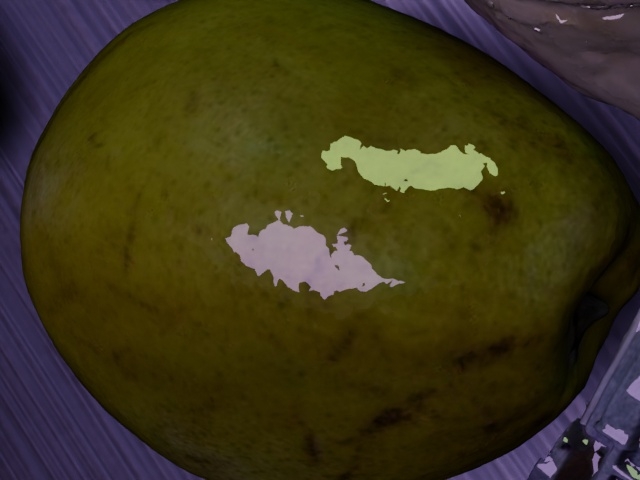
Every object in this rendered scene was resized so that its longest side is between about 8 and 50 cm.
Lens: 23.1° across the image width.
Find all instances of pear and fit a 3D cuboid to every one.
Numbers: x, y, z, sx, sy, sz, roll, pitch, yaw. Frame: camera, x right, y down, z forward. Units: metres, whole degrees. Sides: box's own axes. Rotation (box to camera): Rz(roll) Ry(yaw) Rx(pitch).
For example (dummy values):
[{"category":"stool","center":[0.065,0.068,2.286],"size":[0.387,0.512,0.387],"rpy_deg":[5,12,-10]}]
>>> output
[{"category":"pear","center":[0.000,0.000,0.764],"size":[0.307,0.253,0.253],"rpy_deg":[15,102,27]}]

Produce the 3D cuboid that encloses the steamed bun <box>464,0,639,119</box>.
[{"category":"steamed bun","center":[0.162,-0.201,0.684],"size":[0.275,0.206,0.320],"rpy_deg":[-11,86,30]}]

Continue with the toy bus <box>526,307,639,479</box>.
[{"category":"toy bus","center":[0.134,0.187,0.770],"size":[0.097,0.138,0.342],"rpy_deg":[32,109,23]}]
